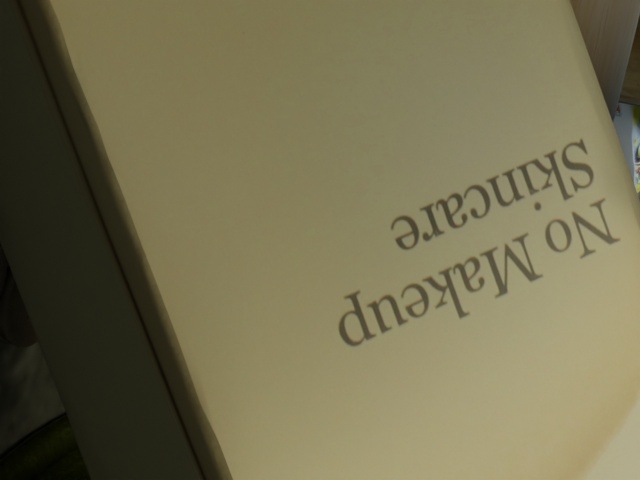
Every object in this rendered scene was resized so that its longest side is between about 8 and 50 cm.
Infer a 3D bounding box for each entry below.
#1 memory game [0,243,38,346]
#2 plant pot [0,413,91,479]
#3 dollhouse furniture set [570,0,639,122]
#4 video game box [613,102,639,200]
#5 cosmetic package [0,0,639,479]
[{"bbox_3d":[-0.092,-0.053,0.683,0.186,0.012,0.186,-38,135,-52],"label":"memory game"},{"bbox_3d":[0.042,0.278,0.730,0.366,0.353,0.366,-39,137,-51],"label":"plant pot"},{"bbox_3d":[0.153,-0.130,0.839,0.362,0.256,0.394,16,88,-65],"label":"dollhouse furniture set"},{"bbox_3d":[0.211,-0.117,1.208,0.205,0.048,0.187,-54,144,-37],"label":"video game box"},{"bbox_3d":[0.000,0.000,0.582,0.160,0.113,0.309,-24,96,-25],"label":"cosmetic package"}]
